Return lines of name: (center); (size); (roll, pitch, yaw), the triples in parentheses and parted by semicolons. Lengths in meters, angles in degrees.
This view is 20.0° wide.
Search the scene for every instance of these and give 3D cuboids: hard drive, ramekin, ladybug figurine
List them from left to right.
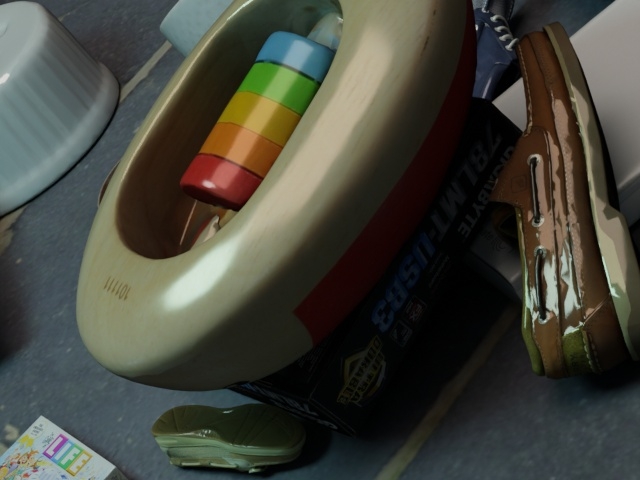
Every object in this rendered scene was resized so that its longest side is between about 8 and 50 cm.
ramekin: (-0.390, -0.159, 2.160); (0.277, 0.135, 0.277); (-25, 34, 18)
ladybug figurine: (-0.016, -0.066, 1.444); (0.449, 0.162, 0.305); (-57, 34, -8)
hard drive: (0.247, -0.107, 1.554); (0.353, 0.047, 0.233); (-40, 31, -5)

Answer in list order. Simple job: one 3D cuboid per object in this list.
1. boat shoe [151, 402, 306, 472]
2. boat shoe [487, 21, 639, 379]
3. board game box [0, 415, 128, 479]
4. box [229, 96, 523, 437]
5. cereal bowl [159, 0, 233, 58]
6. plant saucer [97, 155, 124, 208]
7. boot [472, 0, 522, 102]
boat shoe: (-0.072, 0.170, 1.513); (0.153, 0.048, 0.056); (-2, 33, 33)
boat shoe: (0.176, -0.038, 1.395); (0.104, 0.111, 0.307); (-18, 53, 12)
board game box: (-0.246, 0.223, 1.620); (0.103, 0.026, 0.154); (-46, 33, -16)
box: (0.000, 0.000, 1.571); (0.293, 0.073, 0.295); (12, 67, 54)
cereal bowl: (0.004, -0.277, 1.874); (0.339, 0.141, 0.339); (-40, 5, 4)
plant saucer: (-0.159, -0.070, 1.919); (0.168, 0.029, 0.168); (-24, 34, 18)
boot: (0.165, -0.181, 1.725); (0.086, 0.069, 0.190); (4, 57, 38)
